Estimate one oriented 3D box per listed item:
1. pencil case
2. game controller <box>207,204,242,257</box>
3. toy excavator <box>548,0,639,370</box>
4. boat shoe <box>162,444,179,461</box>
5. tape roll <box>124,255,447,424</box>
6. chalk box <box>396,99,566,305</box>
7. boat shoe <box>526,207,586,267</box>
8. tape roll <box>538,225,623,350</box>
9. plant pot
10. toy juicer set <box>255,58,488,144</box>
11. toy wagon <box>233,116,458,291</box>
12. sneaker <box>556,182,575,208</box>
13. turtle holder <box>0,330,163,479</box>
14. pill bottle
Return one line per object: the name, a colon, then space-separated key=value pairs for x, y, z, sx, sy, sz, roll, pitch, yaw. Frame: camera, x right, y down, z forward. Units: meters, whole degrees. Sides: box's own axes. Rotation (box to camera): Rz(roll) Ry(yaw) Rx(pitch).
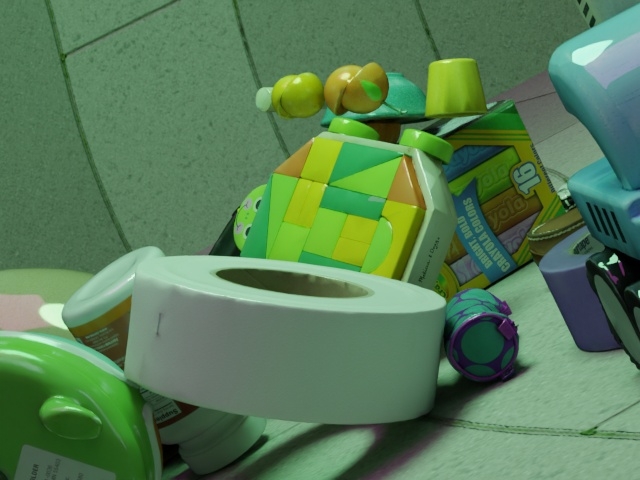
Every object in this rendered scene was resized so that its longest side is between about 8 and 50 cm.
pencil case: x=0.147 y=0.085 z=1.580 sx=0.070 sy=0.064 sz=0.152 roll=-27 pitch=7 yaw=4
game controller: x=-0.126 y=0.093 z=2.019 sx=0.319 sy=0.067 sz=0.166 roll=-60 pitch=25 yaw=-8
toy excavator: x=0.246 y=-0.138 z=1.290 sx=0.222 sy=0.445 sz=0.433 roll=-26 pitch=7 yaw=0
boat shoe: x=-0.162 y=0.211 z=1.880 sx=0.135 sy=0.050 sz=0.045 roll=-26 pitch=-10 yaw=-7
tape roll: x=-0.032 y=0.084 z=1.546 sx=0.286 sy=0.100 sz=0.286 roll=7 pitch=7 yaw=-1
chalk box: x=0.108 y=-0.014 z=1.983 sx=0.289 sy=0.179 sz=0.180 roll=-30 pitch=9 yaw=-19
boat shoe: x=0.336 y=-0.056 z=1.681 sx=0.324 sy=0.120 sz=0.122 roll=-20 pitch=10 yaw=42
tape roll: x=0.290 y=0.017 z=1.493 sx=0.189 sy=0.080 sz=0.189 roll=-27 pitch=6 yaw=3
plant pot: x=-0.310 y=0.139 z=1.880 sx=0.284 sy=0.191 sz=0.284 roll=-55 pitch=1 yaw=2
toy juicer set: x=0.032 y=-0.144 z=1.976 sx=0.209 sy=0.090 sz=0.329 roll=-4 pitch=0 yaw=-23
toy wagon: x=0.000 y=0.000 z=1.826 sx=0.344 sy=0.068 sz=0.267 roll=15 pitch=82 yaw=50
sneaker: x=0.316 y=-0.054 z=2.125 sx=0.037 sy=0.032 sz=0.083 roll=-46 pitch=10 yaw=-26
turtle holder: x=-0.296 y=0.200 z=1.564 sx=0.320 sy=0.243 sz=0.227 roll=-12 pitch=9 yaw=12
pill bottle: x=-0.150 y=0.122 z=1.715 sx=0.121 sy=0.216 sz=0.121 roll=-32 pitch=15 yaw=10
